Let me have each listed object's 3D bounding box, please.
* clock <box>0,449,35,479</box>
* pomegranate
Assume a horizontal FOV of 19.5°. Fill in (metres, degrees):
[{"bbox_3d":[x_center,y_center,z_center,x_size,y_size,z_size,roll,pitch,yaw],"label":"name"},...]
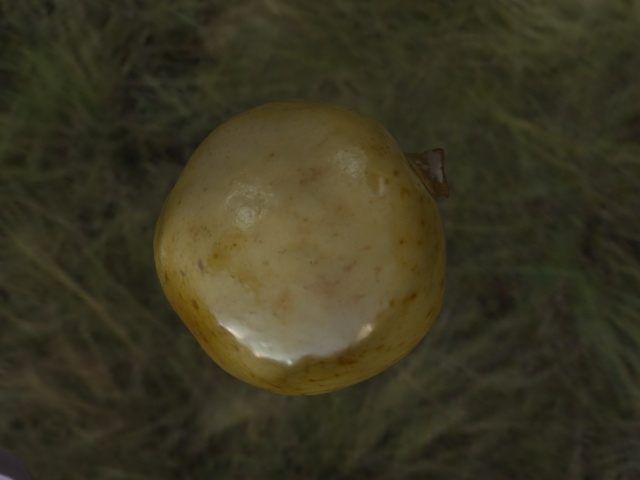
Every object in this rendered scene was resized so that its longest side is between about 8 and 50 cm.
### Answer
[{"bbox_3d":[-0.258,0.234,1.448,0.050,0.110,0.153,-114,39,-64],"label":"clock"},{"bbox_3d":[0.000,0.000,1.155,0.196,0.196,0.196,-9,72,28],"label":"pomegranate"}]
